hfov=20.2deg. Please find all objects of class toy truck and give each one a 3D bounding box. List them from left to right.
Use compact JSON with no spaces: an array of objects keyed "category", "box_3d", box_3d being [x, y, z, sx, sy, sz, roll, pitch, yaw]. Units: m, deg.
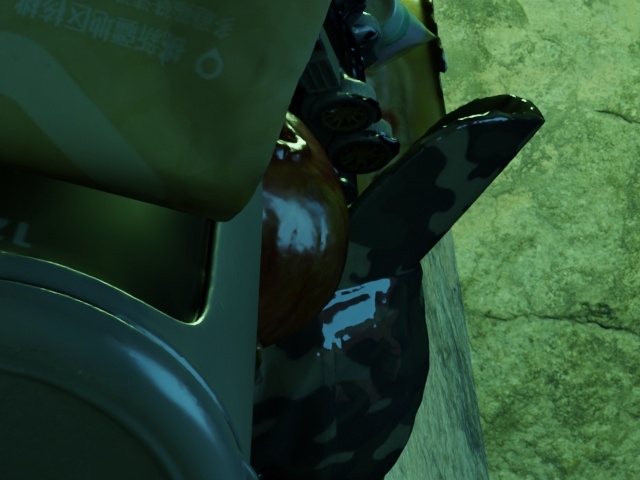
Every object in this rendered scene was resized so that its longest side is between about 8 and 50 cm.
[{"category":"toy truck","box_3d":[-0.040,-0.161,1.531,0.367,0.175,0.146,65,17,-56]}]

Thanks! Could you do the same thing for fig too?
[{"category":"fig","box_3d":[-0.081,-0.003,1.184,0.205,0.205,0.205,-10,90,-79]}]

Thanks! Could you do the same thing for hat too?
[{"category":"hat","box_3d":[0.071,0.059,1.575,0.257,0.381,0.366,60,15,-5]}]

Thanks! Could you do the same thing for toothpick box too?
[{"category":"toothpick box","box_3d":[-0.130,0.032,0.822,0.316,0.229,0.229,-88,164,-56]}]

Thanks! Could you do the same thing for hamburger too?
[{"category":"hamburger","box_3d":[0.048,-0.164,1.964,0.303,0.186,0.261,-97,176,-77]}]

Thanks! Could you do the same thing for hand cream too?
[{"category":"hand cream","box_3d":[0.066,-0.200,1.722,0.047,0.076,0.174,65,6,13]}]

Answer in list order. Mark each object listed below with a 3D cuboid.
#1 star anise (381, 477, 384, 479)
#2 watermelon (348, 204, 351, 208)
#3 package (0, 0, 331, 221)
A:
[{"category":"star anise","box_3d":[0.031,0.133,1.865,0.209,0.089,0.231,61,26,-62]},{"category":"watermelon","box_3d":[0.009,0.000,1.826,0.080,0.155,0.101,-25,126,-69]},{"category":"package","box_3d":[-0.151,-0.159,0.678,0.165,0.311,0.221,40,-68,57]}]
